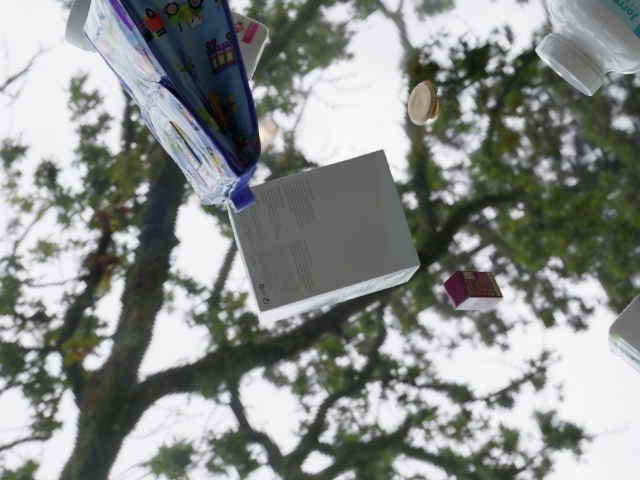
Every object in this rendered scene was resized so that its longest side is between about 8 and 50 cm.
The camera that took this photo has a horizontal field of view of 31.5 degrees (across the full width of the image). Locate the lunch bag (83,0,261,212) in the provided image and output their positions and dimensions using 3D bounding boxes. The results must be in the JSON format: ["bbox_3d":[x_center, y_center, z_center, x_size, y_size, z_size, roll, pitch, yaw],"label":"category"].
[{"bbox_3d":[-0.145,-0.171,1.308,0.293,0.138,0.221,64,162,0],"label":"lunch bag"}]

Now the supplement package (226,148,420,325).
[{"bbox_3d":[0.000,0.000,1.847,0.198,0.262,0.199,102,152,-79],"label":"supplement package"}]

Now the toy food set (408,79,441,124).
[{"bbox_3d":[0.191,-0.255,2.101,0.020,0.083,0.083,7,-113,-32],"label":"toy food set"}]

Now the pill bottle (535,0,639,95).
[{"bbox_3d":[0.385,-0.308,1.394,0.146,0.264,0.146,39,-172,-6],"label":"pill bottle"}]

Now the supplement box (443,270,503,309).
[{"bbox_3d":[0.255,0.084,1.887,0.083,0.043,0.055,4,-128,-37],"label":"supplement box"}]

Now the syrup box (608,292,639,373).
[{"bbox_3d":[0.468,0.068,1.401,0.093,0.237,0.096,41,171,28],"label":"syrup box"}]

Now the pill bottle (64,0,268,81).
[{"bbox_3d":[-0.237,-0.312,1.750,0.283,0.160,0.160,24,-147,-5],"label":"pill bottle"}]
